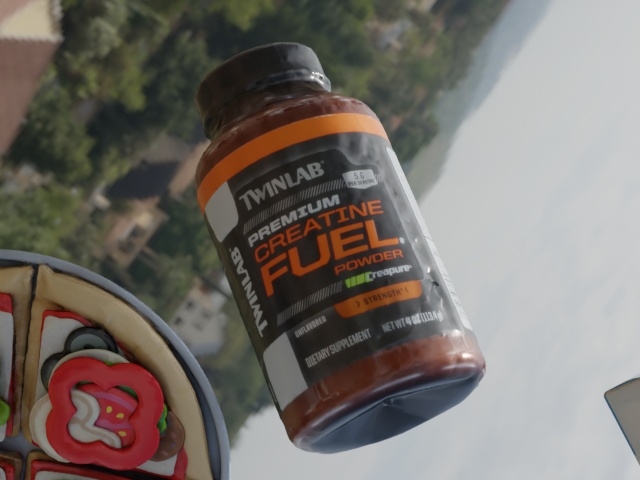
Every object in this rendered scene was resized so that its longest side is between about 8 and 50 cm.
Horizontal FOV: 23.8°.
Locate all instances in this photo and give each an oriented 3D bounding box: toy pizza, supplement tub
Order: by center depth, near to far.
[{"bbox_3d":[-0.142,0.100,0.711,0.201,0.201,0.032,-55,-175,24],"label":"toy pizza"},{"bbox_3d":[0.000,0.000,0.765,0.106,0.197,0.106,-20,160,-8],"label":"supplement tub"}]

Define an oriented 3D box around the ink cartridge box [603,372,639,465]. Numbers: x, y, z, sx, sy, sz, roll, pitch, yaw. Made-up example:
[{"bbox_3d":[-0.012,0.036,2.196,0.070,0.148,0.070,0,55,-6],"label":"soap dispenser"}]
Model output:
[{"bbox_3d":[0.269,0.119,1.058,0.122,0.088,0.052,-20,170,-42],"label":"ink cartridge box"}]
